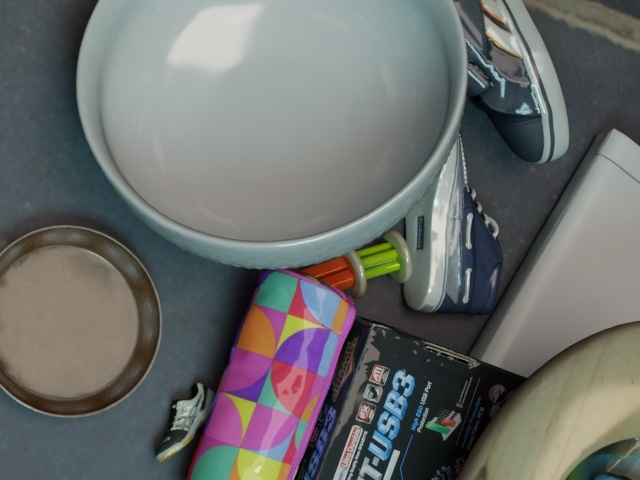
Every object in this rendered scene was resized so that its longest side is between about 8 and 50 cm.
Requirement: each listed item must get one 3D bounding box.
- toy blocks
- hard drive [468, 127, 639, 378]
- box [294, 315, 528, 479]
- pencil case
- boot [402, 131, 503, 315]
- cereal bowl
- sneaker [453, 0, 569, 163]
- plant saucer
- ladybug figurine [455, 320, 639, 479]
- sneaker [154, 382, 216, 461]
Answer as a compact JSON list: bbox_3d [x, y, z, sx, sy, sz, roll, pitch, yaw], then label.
[{"bbox_3d":[0.000,0.000,1.680,0.148,0.054,0.123,-16,91,-22],"label":"toy blocks"},{"bbox_3d":[0.287,0.098,1.789,0.233,0.047,0.353,37,71,-14],"label":"hard drive"},{"bbox_3d":[0.116,0.253,1.649,0.293,0.073,0.296,20,87,-16],"label":"box"},{"bbox_3d":[-0.041,0.143,1.601,0.104,0.104,0.236,19,85,-19],"label":"pencil case"},{"bbox_3d":[0.131,-0.023,1.737,0.086,0.069,0.190,7,88,-29],"label":"boot"},{"bbox_3d":[-0.041,-0.124,1.604,0.339,0.141,0.339,0,68,1],"label":"cereal bowl"},{"bbox_3d":[0.126,-0.208,1.725,0.127,0.126,0.321,-24,98,-13],"label":"sneaker"},{"bbox_3d":[-0.223,0.071,1.591,0.168,0.029,0.168,4,81,-23],"label":"plant saucer"},{"bbox_3d":[0.232,0.269,1.564,0.305,0.162,0.449,26,86,-17],"label":"ladybug figurine"},{"bbox_3d":[-0.125,0.162,1.620,0.037,0.032,0.083,46,59,-4],"label":"sneaker"}]
